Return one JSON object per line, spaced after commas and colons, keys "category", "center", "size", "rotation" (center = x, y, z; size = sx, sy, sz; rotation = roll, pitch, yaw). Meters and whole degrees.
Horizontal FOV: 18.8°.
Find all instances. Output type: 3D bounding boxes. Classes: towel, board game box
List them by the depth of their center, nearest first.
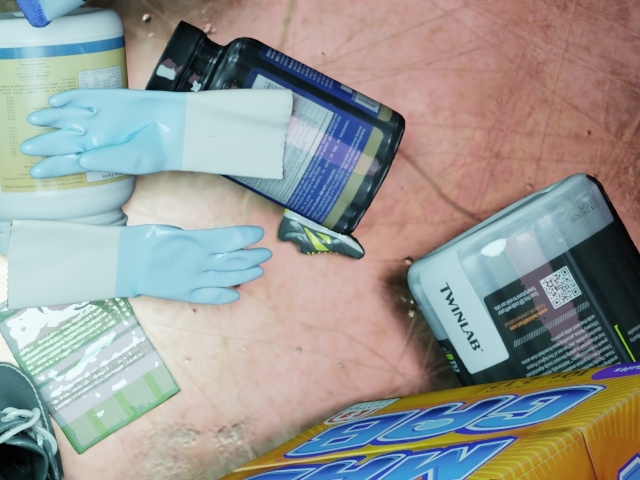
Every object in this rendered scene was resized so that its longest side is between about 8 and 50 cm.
{"category": "board game box", "center": [0.107, 0.327, 1.491], "size": [0.356, 0.356, 0.356], "rotation": [-24, 98, -48]}
{"category": "towel", "center": [-0.209, 0.099, 1.723], "size": [0.113, 0.023, 0.152], "rotation": [-31, 93, -5]}

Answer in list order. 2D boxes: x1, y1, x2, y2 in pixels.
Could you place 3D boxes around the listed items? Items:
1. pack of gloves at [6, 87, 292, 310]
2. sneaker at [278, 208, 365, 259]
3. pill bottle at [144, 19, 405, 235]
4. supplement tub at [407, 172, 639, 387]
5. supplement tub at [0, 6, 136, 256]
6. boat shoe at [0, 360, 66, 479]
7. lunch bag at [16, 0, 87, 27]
{"category": "pack of gloves", "center": [-0.138, -0.028, 1.599], "size": [0.232, 0.046, 0.195], "rotation": [-1, 112, -19]}
{"category": "sneaker", "center": [0.000, 0.000, 1.750], "size": [0.083, 0.031, 0.035], "rotation": [27, 98, -1]}
{"category": "pill bottle", "center": [-0.045, -0.103, 1.700], "size": [0.219, 0.123, 0.123], "rotation": [27, 84, -4]}
{"category": "supplement tub", "center": [0.227, 0.117, 1.686], "size": [0.194, 0.193, 0.316], "rotation": [-29, 90, -7]}
{"category": "supplement tub", "center": [-0.234, -0.095, 1.656], "size": [0.144, 0.144, 0.199], "rotation": [-4, 101, -7]}
{"category": "boat shoe", "center": [-0.239, 0.192, 1.575], "size": [0.116, 0.319, 0.099], "rotation": [28, 114, -25]}
{"category": "lunch bag", "center": [-0.117, -0.395, 1.544], "size": [0.328, 0.385, 0.239], "rotation": [-23, 124, 31]}
